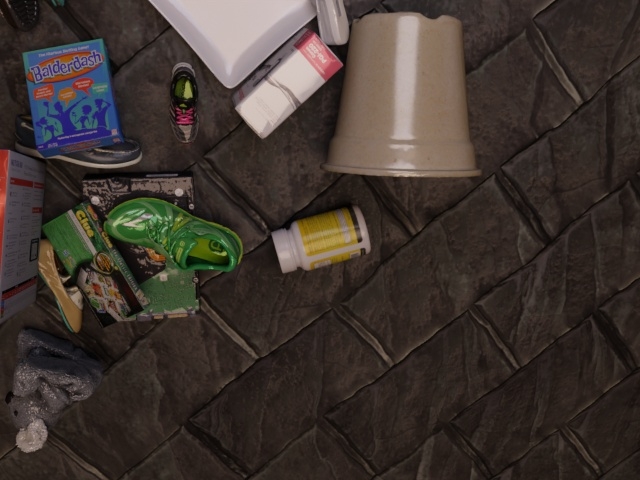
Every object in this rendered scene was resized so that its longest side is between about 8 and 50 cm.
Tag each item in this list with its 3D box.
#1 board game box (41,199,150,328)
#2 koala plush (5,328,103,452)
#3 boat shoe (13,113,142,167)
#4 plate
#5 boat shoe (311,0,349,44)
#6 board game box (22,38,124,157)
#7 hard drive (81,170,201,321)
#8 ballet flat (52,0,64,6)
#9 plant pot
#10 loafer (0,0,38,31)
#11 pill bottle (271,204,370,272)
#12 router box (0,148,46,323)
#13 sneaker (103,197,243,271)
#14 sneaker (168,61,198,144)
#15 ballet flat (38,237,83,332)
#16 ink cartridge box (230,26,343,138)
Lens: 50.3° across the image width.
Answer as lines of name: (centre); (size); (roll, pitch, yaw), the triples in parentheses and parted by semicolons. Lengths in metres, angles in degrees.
board game box: (-0.483, 0.055, 1.462); (0.136, 0.030, 0.260); (-22, 101, 28)
koala plush: (-0.625, 0.354, 1.548); (0.203, 0.196, 0.221); (24, 101, -28)
boat shoe: (-0.496, -0.210, 1.403); (0.254, 0.095, 0.079); (9, 120, -4)
plate: (-0.174, -0.498, 1.372); (0.278, 0.045, 0.277); (-40, 113, 6)
boat shoe: (0.009, -0.481, 1.358); (0.063, 0.066, 0.184); (2, 125, 30)
board game box: (-0.486, -0.281, 1.342); (0.160, 0.047, 0.210); (-13, 78, -5)
hard drive: (-0.392, 0.016, 1.521); (0.236, 0.064, 0.339); (-3, 111, -9)
ballet flat: (-0.527, -0.566, 1.267); (0.087, 0.083, 0.247); (-34, 115, -11)
plant pot: (0.167, -0.293, 1.388); (0.333, 0.334, 0.306); (-1, 100, -10)
loafer: (-0.613, -0.501, 1.287); (0.078, 0.080, 0.220); (-7, 118, 28)
pill bottle: (0.000, 0.000, 1.555); (0.208, 0.119, 0.119); (-16, 113, -4)
router box: (-0.600, -0.013, 1.288); (0.082, 0.335, 0.301); (5, 91, -12)
sneaker: (-0.301, -0.008, 1.428); (0.295, 0.123, 0.109); (15, 108, -15)
sneaker: (-0.286, -0.280, 1.419); (0.063, 0.075, 0.170); (0, 111, -10)
ballet flat: (-0.570, 0.099, 1.517); (0.073, 0.080, 0.232); (-26, 114, -11)
ink cartridge box: (-0.075, -0.325, 1.394); (0.218, 0.158, 0.092); (-44, 112, 8)
